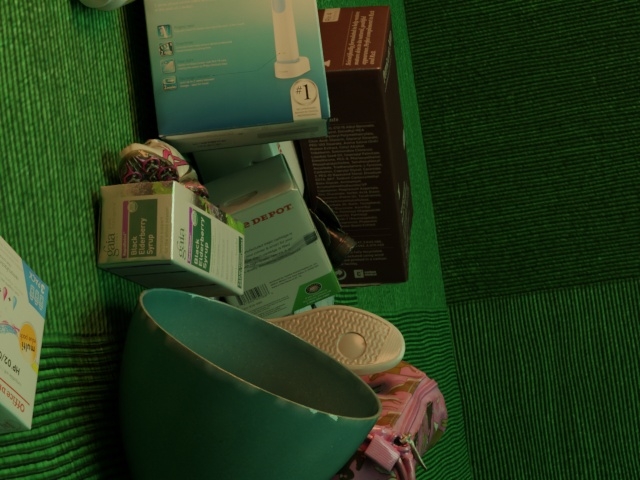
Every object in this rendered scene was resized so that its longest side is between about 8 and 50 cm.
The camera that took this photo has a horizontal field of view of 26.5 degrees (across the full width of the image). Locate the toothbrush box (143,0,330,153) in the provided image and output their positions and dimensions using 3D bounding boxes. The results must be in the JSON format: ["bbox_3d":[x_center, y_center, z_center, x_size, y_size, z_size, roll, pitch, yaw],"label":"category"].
[{"bbox_3d":[-0.111,-0.273,1.725,0.126,0.216,0.296,107,-25,-83],"label":"toothbrush box"}]

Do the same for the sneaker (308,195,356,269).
[{"bbox_3d":[-0.002,0.002,1.961,0.051,0.089,0.170,-52,-179,-25],"label":"sneaker"}]

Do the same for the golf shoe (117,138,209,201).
[{"bbox_3d":[-0.203,-0.086,1.633,0.086,0.067,0.186,59,7,19],"label":"golf shoe"}]

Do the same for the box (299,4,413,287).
[{"bbox_3d":[0.053,-0.137,2.022,0.191,0.143,0.381,-80,163,-51],"label":"box"}]

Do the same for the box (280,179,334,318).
[{"bbox_3d":[-0.042,0.068,2.078,0.169,0.087,0.290,66,20,-45],"label":"box"}]

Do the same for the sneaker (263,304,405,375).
[{"bbox_3d":[-0.006,0.161,1.842,0.151,0.255,0.094,70,22,-59],"label":"sneaker"}]

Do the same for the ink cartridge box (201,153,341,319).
[{"bbox_3d":[-0.078,0.004,1.827,0.087,0.153,0.208,-111,179,-47],"label":"ink cartridge box"}]

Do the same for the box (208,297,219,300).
[{"bbox_3d":[-0.156,0.077,1.774,0.083,0.018,0.067,-82,157,-49],"label":"box"}]

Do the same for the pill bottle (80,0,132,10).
[{"bbox_3d":[-0.243,-0.302,1.577,0.116,0.065,0.065,-59,138,-69],"label":"pill bottle"}]

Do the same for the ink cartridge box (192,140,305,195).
[{"bbox_3d":[-0.095,-0.172,1.955,0.278,0.117,0.201,-82,160,-48],"label":"ink cartridge box"}]

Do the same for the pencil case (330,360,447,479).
[{"bbox_3d":[0.067,0.266,1.750,0.386,0.167,0.160,-36,127,-77],"label":"pencil case"}]

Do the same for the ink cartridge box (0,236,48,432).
[{"bbox_3d":[-0.291,0.098,1.165,0.104,0.061,0.181,59,27,-55],"label":"ink cartridge box"}]

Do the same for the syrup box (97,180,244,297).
[{"bbox_3d":[-0.171,0.004,1.600,0.237,0.096,0.093,37,50,-71],"label":"syrup box"}]

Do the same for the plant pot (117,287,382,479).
[{"bbox_3d":[-0.105,0.204,1.487,0.195,0.290,0.290,-64,168,8],"label":"plant pot"}]
